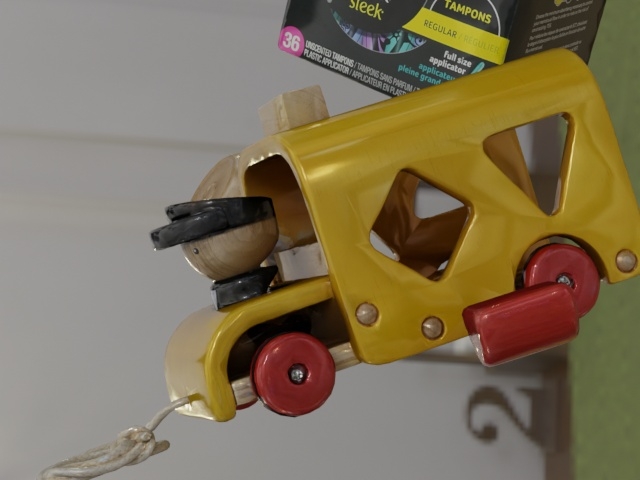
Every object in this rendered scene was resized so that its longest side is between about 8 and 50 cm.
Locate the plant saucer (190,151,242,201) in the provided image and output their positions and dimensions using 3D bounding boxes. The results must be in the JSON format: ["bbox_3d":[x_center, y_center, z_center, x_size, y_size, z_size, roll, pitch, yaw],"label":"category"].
[{"bbox_3d":[-0.070,-0.029,1.133,0.083,0.015,0.083,-47,23,27],"label":"plant saucer"}]

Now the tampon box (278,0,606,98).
[{"bbox_3d":[0.070,-0.151,0.788,0.101,0.120,0.161,-22,-49,-53],"label":"tampon box"}]

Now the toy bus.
[{"bbox_3d":[0.009,-0.003,0.593,0.202,0.191,0.104,-18,-90,-62],"label":"toy bus"}]
